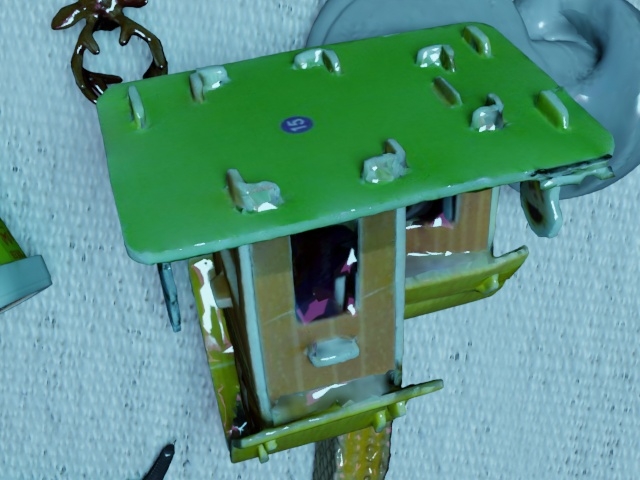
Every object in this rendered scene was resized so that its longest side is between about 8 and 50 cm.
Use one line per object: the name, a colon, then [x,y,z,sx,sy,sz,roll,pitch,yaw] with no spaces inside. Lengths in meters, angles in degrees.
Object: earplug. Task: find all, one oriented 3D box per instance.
earplug: [0.144,-0.134,0.766,0.325,0.175,0.214,6,103,2]

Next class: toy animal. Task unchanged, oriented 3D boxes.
toy animal: [-0.177,-0.264,0.698,0.087,0.243,0.260,-14,73,-30]

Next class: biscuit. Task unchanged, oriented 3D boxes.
biscuit: [0.023,0.259,0.851,0.054,0.094,0.379,3,100,-13]

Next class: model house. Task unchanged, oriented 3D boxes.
model house: [0.000,0.000,0.704,0.300,0.340,0.324,-12,129,-12]

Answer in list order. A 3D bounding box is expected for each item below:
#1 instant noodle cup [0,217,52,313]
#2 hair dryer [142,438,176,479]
instant noodle cup: [-0.405,-0.035,0.679,0.294,0.294,0.308,-27,94,-1]
hair dryer: [-0.243,0.282,0.841,0.235,0.091,0.272,45,79,-17]
